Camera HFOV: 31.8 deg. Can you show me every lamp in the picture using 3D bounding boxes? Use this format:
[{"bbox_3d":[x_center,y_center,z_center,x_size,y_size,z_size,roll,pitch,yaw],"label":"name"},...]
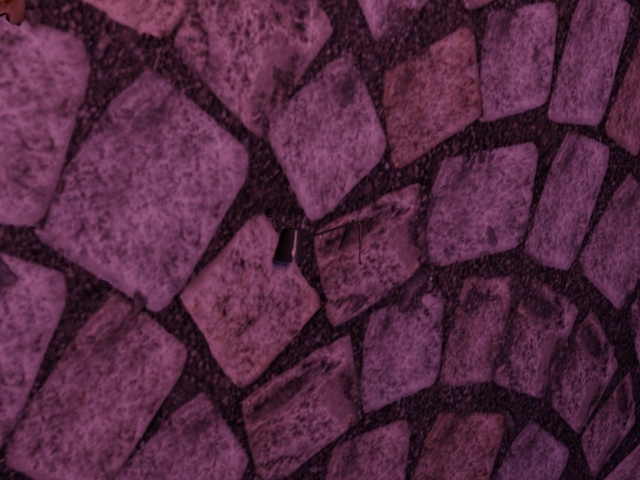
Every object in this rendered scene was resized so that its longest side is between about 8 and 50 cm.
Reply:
[{"bbox_3d":[-0.001,0.000,1.360,0.121,0.041,0.054,1,97,-42],"label":"lamp"}]

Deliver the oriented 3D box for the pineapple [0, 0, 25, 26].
[{"bbox_3d":[-0.322,-0.278,0.725,0.352,0.300,0.352,-13,109,-40],"label":"pineapple"}]
